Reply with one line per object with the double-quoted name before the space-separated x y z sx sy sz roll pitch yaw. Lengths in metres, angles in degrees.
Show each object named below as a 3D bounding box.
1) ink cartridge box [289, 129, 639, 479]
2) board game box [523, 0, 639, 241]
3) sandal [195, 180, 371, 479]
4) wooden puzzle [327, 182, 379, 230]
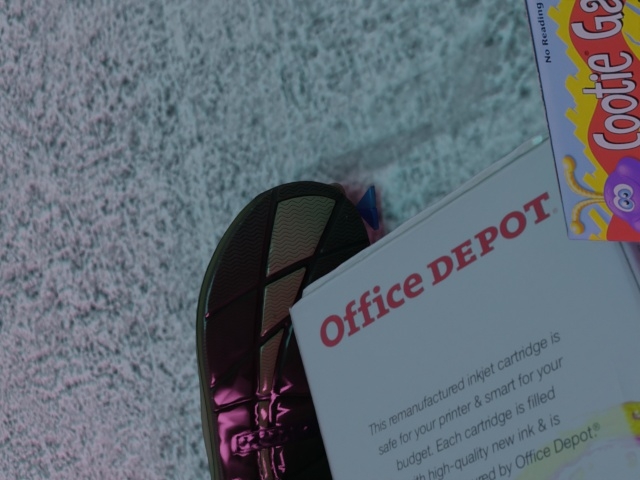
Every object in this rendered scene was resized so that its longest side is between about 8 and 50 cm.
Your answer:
"ink cartridge box" 0.130 0.129 0.558 0.226 0.131 0.306 -34 59 37
"board game box" 0.235 -0.087 0.395 0.275 0.144 0.142 2 115 42
"sandal" -0.038 0.099 0.750 0.086 0.120 0.302 -129 41 -61
"wooden puzzle" 0.000 0.000 0.761 0.116 0.014 0.078 -9 97 39
